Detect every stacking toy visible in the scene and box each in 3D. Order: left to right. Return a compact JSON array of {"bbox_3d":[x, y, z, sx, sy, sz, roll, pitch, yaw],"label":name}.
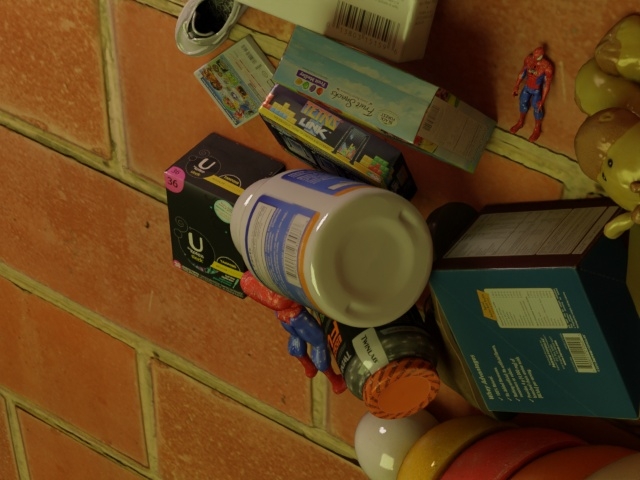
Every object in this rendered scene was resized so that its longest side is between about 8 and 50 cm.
[{"bbox_3d":[0.211,0.321,1.951,0.480,0.351,0.350,34,146,46],"label":"stacking toy"}]

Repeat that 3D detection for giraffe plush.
[{"bbox_3d":[0.311,-0.091,1.509,0.210,0.170,0.181,14,133,34],"label":"giraffe plush"}]

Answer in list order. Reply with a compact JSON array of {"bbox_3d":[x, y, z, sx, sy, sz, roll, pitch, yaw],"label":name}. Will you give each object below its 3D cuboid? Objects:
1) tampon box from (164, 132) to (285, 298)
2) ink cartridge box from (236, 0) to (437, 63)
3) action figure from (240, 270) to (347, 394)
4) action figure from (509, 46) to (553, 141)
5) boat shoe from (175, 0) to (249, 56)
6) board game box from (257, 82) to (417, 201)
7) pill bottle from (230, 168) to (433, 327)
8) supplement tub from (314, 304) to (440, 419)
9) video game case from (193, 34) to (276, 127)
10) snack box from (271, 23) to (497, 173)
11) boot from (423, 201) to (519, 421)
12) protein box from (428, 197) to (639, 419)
[{"bbox_3d":[-0.118,-0.031,2.026,0.120,0.101,0.161,24,138,26],"label":"tampon box"},{"bbox_3d":[0.009,-0.341,1.660,0.275,0.060,0.239,25,113,25],"label":"ink cartridge box"},{"bbox_3d":[-0.013,0.069,2.037,0.091,0.139,0.280,25,162,36],"label":"action figure"},{"bbox_3d":[0.220,-0.154,1.657,0.038,0.030,0.115,31,139,26],"label":"action figure"},{"bbox_3d":[-0.129,-0.259,1.858,0.066,0.063,0.184,53,142,-9],"label":"boat shoe"},{"bbox_3d":[0.022,-0.103,1.822,0.170,0.048,0.141,32,171,17],"label":"board game box"},{"bbox_3d":[0.000,0.000,1.795,0.152,0.152,0.272,62,163,-20],"label":"pill bottle"},{"bbox_3d":[0.068,0.113,1.903,0.117,0.117,0.190,94,159,-45],"label":"supplement tub"},{"bbox_3d":[-0.095,-0.192,1.932,0.087,0.011,0.122,52,142,-10],"label":"video game case"},{"bbox_3d":[0.072,-0.145,1.671,0.174,0.207,0.070,27,96,24],"label":"snack box"},{"bbox_3d":[0.156,0.080,1.878,0.115,0.112,0.305,21,140,44],"label":"boot"},{"bbox_3d":[0.259,0.074,1.739,0.201,0.136,0.200,-2,122,44],"label":"protein box"}]
